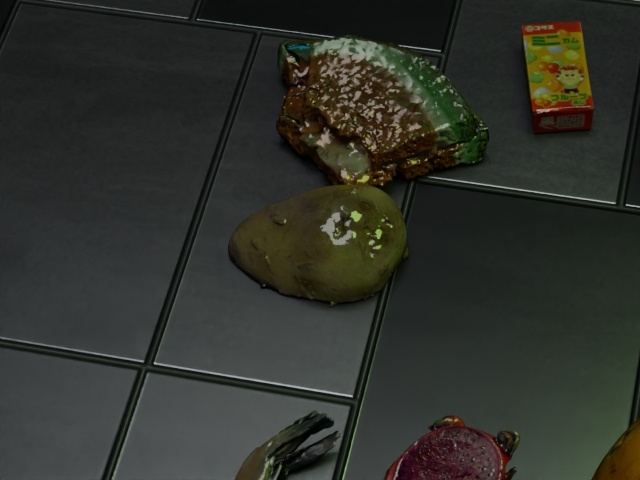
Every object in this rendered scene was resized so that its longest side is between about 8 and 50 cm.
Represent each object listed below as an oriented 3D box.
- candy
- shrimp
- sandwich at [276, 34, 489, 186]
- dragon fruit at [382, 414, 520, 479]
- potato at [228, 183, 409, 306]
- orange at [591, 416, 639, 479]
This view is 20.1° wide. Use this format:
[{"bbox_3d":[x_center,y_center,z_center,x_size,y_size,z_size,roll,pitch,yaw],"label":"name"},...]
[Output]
[{"bbox_3d":[0.241,-0.167,1.840,0.062,0.038,0.122,-4,54,2],"label":"candy"},{"bbox_3d":[0.016,0.216,1.551,0.219,0.046,0.152,-14,51,24],"label":"shrimp"},{"bbox_3d":[0.042,-0.140,1.811,0.159,0.079,0.235,-36,60,-20],"label":"sandwich"},{"bbox_3d":[0.115,0.217,1.562,0.112,0.068,0.126,18,70,36],"label":"dragon fruit"},{"bbox_3d":[0.000,0.000,1.708,0.172,0.089,0.100,-11,57,-5],"label":"potato"},{"bbox_3d":[0.324,0.228,1.433,0.240,0.240,0.240,-2,54,3],"label":"orange"}]
